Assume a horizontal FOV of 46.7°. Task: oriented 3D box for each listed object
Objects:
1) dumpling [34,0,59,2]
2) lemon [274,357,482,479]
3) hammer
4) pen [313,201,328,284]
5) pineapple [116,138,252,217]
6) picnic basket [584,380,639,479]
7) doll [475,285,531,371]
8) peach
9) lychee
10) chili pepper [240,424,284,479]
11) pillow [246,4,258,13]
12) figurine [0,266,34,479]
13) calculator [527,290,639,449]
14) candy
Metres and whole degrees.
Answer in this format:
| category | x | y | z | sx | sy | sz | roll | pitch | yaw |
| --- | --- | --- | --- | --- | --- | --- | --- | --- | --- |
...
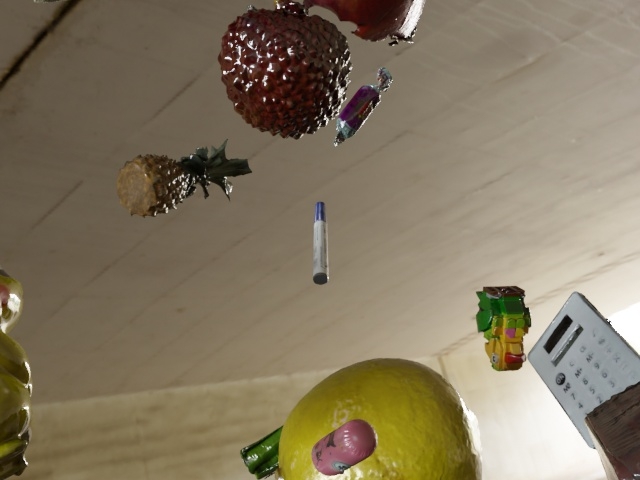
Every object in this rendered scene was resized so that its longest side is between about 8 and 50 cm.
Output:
| category | x | y | z | sx | sy | sz | roll | pitch | yaw |
| --- | --- | --- | --- | --- | --- | --- | --- | --- | --- |
| dumpling | -0.558 | -0.609 | 1.631 | 0.229 | 0.124 | 0.151 | -43 | -10 | 4 |
| lemon | 0.096 | 0.356 | 1.210 | 0.348 | 0.347 | 0.348 | -14 | -17 | -5 |
| hammer | 0.022 | 0.203 | 0.721 | 0.043 | 0.043 | 0.083 | -3 | -29 | -36 |
| pen | 0.000 | 0.000 | 1.222 | 0.025 | 0.204 | 0.025 | 0 | -53 | 0 |
| pineapple | -0.248 | -0.111 | 1.375 | 0.119 | 0.130 | 0.277 | 0 | 14 | 32 |
| picnic basket | 0.392 | 0.263 | 0.830 | 0.129 | 0.222 | 0.297 | -21 | -3 | 10 |
| doll | 0.375 | 0.179 | 1.529 | 0.107 | 0.186 | 0.134 | 0 | -18 | -14 |
| peach | 0.132 | -0.693 | 1.983 | 0.353 | 0.339 | 0.416 | -51 | -17 | -4 |
| lychee | -0.071 | -0.349 | 1.465 | 0.265 | 0.299 | 0.264 | -4 | 16 | 1 |
| chili pepper | 0.007 | 0.355 | 1.485 | 0.359 | 0.084 | 0.076 | -32 | 19 | -6 |
| pillow | -0.143 | -0.572 | 1.998 | 0.136 | 0.055 | 0.091 | 18 | -23 | -6 |
| figurine | -0.428 | 0.126 | 0.856 | 0.169 | 0.326 | 0.218 | -5 | -25 | -26 |
| calculator | 0.433 | 0.202 | 1.211 | 0.021 | 0.261 | 0.161 | 23 | -72 | -19 |
| candy | 0.075 | -0.254 | 1.417 | 0.175 | 0.043 | 0.045 | -53 | -44 | 1 |
